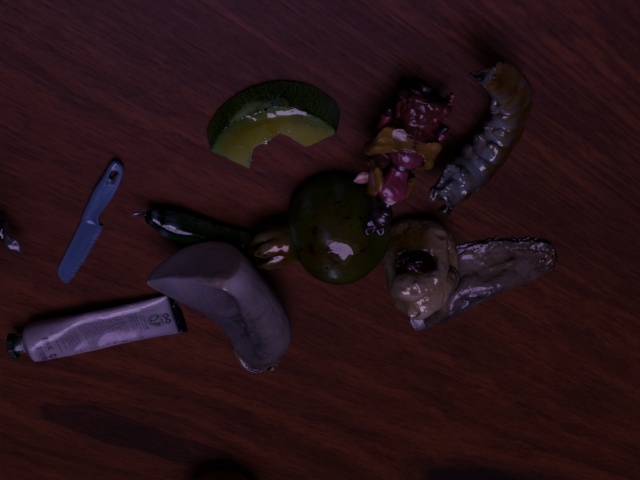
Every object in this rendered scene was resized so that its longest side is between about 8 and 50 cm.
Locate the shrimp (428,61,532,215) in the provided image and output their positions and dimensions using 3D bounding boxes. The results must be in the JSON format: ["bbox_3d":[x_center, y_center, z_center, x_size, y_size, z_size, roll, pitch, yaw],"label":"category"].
[{"bbox_3d":[0.276,-0.178,1.182,0.185,0.068,0.287,-31,153,-29],"label":"shrimp"}]

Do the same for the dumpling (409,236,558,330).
[{"bbox_3d":[0.315,0.085,1.458,0.332,0.086,0.166,-30,132,12],"label":"dumpling"}]

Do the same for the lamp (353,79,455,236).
[{"bbox_3d":[0.125,-0.133,1.187,0.118,0.118,0.253,13,114,-19],"label":"lamp"}]

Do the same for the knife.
[{"bbox_3d":[-0.408,-0.025,1.290,0.044,0.019,0.313,19,128,-27],"label":"knife"}]

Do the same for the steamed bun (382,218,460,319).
[{"bbox_3d":[0.178,0.067,1.350,0.141,0.155,0.172,-4,130,21],"label":"steamed bun"}]

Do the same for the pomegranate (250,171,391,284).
[{"bbox_3d":[0.007,-0.010,1.272,0.241,0.159,0.190,9,127,-13],"label":"pomegranate"}]

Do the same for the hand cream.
[{"bbox_3d":[-0.439,0.175,1.438,0.336,0.076,0.121,-11,138,-8],"label":"hand cream"}]

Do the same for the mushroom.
[{"bbox_3d":[-0.146,0.149,1.387,0.177,0.126,0.397,-5,144,23],"label":"mushroom"}]

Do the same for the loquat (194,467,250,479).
[{"bbox_3d":[-0.239,0.687,1.807,0.193,0.238,0.238,-29,130,7],"label":"loquat"}]

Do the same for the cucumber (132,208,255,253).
[{"bbox_3d":[-0.216,-0.015,1.303,0.250,0.056,0.056,18,126,-25],"label":"cucumber"}]

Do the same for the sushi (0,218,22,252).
[{"bbox_3d":[-0.667,0.058,1.135,0.299,0.294,0.281,-35,124,19],"label":"sushi"}]

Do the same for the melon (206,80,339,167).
[{"bbox_3d":[-0.081,-0.186,1.168,0.209,0.064,0.118,-22,136,14],"label":"melon"}]
